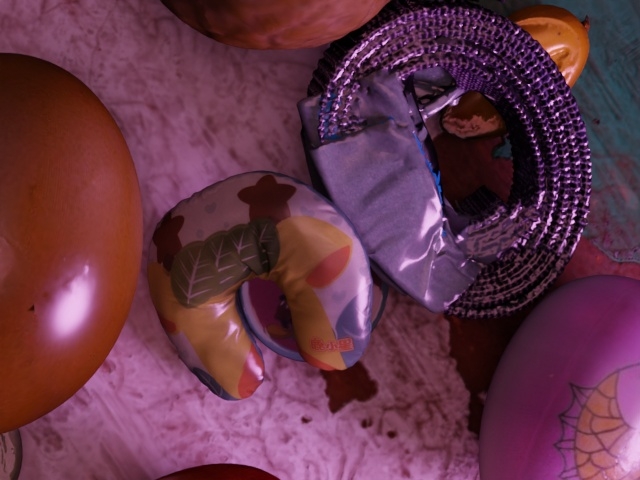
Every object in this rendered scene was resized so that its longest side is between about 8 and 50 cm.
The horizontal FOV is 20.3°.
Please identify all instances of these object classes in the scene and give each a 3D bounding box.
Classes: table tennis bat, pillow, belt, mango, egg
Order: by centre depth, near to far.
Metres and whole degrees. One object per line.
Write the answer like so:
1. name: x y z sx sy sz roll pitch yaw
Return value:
1. egg: -0.302 0.004 1.606 0.282 0.282 0.351 11 82 -8
2. pillow: -0.057 0.041 1.700 0.233 0.086 0.214 -17 104 26
3. belt: 0.123 -0.081 1.725 0.260 0.122 0.325 -25 108 -4
4. egg: 0.258 0.164 1.738 0.196 0.196 0.271 21 102 -8
5. table tennis bat: 0.000 0.000 1.778 0.153 0.040 0.244 9 90 -13
6. mango: 0.197 -0.167 1.795 0.187 0.066 0.101 -44 103 -2

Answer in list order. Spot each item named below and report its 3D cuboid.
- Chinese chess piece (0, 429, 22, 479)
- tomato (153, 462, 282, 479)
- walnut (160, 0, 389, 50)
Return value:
1. Chinese chess piece: -0.357 0.204 1.708 0.144 0.058 0.144 0 90 -9
2. tomato: -0.107 0.359 1.657 0.226 0.298 0.299 -24 94 32
3. walnut: -0.045 -0.329 1.642 0.332 0.333 0.333 0 89 -9
